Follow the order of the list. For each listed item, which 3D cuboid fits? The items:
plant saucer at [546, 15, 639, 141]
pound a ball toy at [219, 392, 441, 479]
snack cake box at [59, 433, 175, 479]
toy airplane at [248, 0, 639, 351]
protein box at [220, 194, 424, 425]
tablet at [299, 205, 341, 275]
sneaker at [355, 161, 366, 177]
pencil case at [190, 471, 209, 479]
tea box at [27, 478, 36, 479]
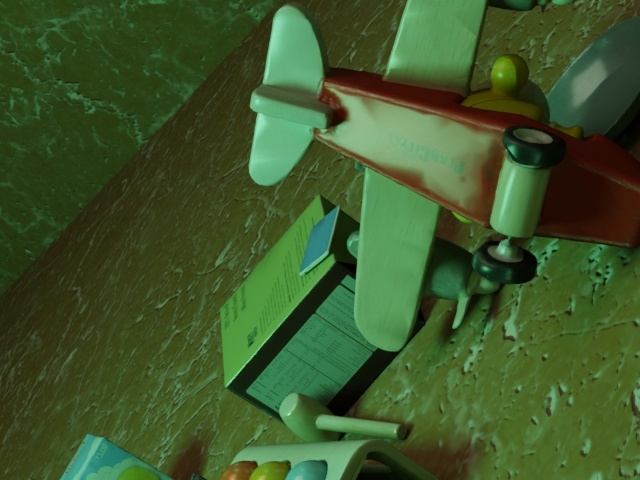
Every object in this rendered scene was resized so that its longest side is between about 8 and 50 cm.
[{"bbox_3d":[0.301,-0.149,1.516,0.195,0.037,0.195,-47,19,22],"label":"plant saucer"},{"bbox_3d":[-0.007,0.237,1.456,0.319,0.136,0.208,-16,43,62],"label":"pound a ball toy"},{"bbox_3d":[-0.301,0.405,1.869,0.264,0.152,0.089,-61,19,-16],"label":"snack cake box"},{"bbox_3d":[0.120,-0.113,1.436,0.386,0.384,0.272,-30,-5,40],"label":"toy airplane"},{"bbox_3d":[-0.004,0.091,1.700,0.201,0.136,0.200,-49,20,15],"label":"protein box"},{"bbox_3d":[0.000,0.000,1.623,0.054,0.006,0.083,-39,23,37],"label":"tablet"},{"bbox_3d":[0.110,-0.099,1.839,0.319,0.112,0.131,-105,36,-70],"label":"sneaker"},{"bbox_3d":[-0.191,0.413,1.643,0.124,0.124,0.284,-36,26,45],"label":"pencil case"},{"bbox_3d":[-0.246,0.461,1.349,0.323,0.329,0.220,-48,19,23],"label":"tea box"}]
